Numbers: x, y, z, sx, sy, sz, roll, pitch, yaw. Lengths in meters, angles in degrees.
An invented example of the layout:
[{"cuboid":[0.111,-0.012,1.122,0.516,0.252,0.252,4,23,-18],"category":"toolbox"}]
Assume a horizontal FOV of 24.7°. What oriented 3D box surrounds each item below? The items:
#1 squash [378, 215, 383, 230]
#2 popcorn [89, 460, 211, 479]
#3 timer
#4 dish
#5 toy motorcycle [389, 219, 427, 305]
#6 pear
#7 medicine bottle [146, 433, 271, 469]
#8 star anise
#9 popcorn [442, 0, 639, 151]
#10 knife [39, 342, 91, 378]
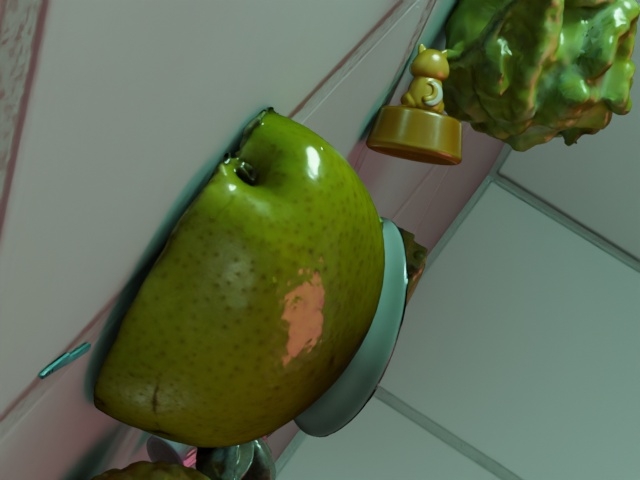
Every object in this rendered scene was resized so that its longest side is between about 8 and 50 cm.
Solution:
[{"cuboid":[0.000,0.000,1.799,0.170,0.123,0.170,-59,169,-19],"category":"squash"},{"cuboid":[-0.203,0.340,1.611,0.266,0.192,0.233,3,114,-61],"category":"popcorn"},{"cuboid":[0.139,-0.188,1.975,0.132,0.132,0.152,27,74,-82],"category":"timer"},{"cuboid":[-0.004,0.103,1.976,0.316,0.106,0.316,-49,-150,43],"category":"dish"},{"cuboid":[0.040,0.119,2.262,0.410,0.169,0.237,117,-2,-57],"category":"toy motorcycle"},{"cuboid":[-0.057,0.076,1.447,0.340,0.191,0.386,-51,170,-37],"category":"pear"},{"cuboid":[-0.124,0.220,1.856,0.212,0.122,0.122,-37,161,-38],"category":"medicine bottle"},{"cuboid":[-0.113,0.225,1.684,0.073,0.212,0.197,-30,-143,9],"category":"star anise"},{"cuboid":[0.314,-0.274,2.042,0.312,0.312,0.312,-56,172,-12],"category":"popcorn"},{"cuboid":[-0.217,0.102,1.243,0.014,0.005,0.091,-59,171,21],"category":"knife"}]
